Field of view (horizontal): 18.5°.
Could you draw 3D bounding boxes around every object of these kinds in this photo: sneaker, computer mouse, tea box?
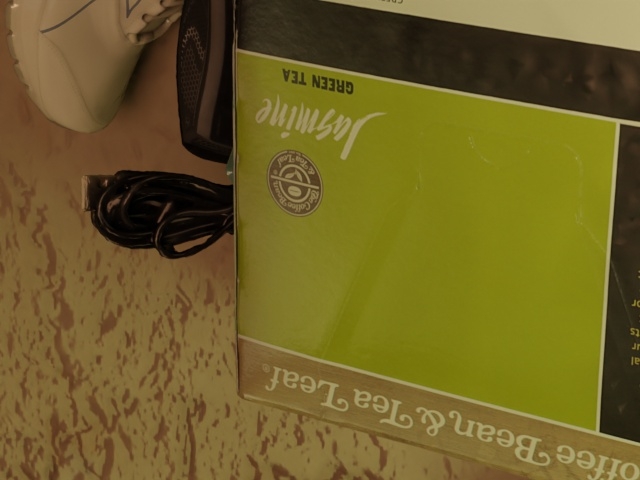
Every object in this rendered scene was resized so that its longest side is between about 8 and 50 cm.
[{"bbox_3d":[-0.112,-0.189,1.246,0.129,0.111,0.297,27,122,11],"label":"sneaker"},{"bbox_3d":[-0.040,-0.122,1.209,0.072,0.188,0.272,52,133,51],"label":"computer mouse"},{"bbox_3d":[0.144,-0.055,1.060,0.329,0.220,0.324,14,113,29],"label":"tea box"}]

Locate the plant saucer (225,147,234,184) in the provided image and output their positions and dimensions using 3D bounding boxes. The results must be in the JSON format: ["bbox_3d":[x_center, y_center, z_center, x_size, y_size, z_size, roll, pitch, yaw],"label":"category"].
[{"bbox_3d":[0.000,0.000,1.213,0.018,0.067,0.192,-11,132,27],"label":"plant saucer"}]
